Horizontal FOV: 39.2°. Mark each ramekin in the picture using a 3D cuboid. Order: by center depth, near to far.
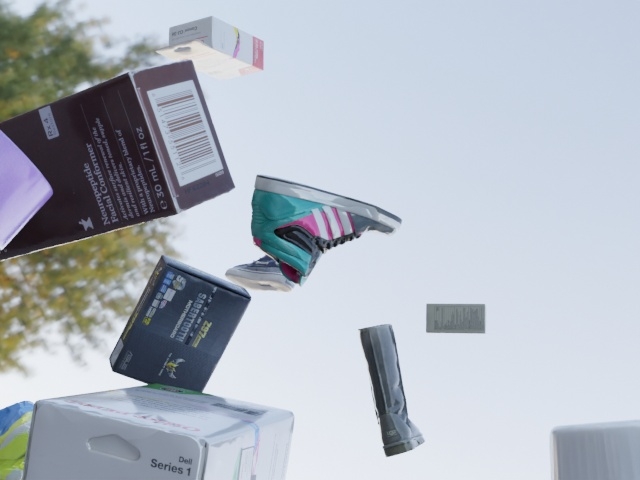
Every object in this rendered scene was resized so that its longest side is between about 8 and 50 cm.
[{"bbox_3d":[0.518,0.370,1.507,0.277,0.277,0.135,-21,-111,55],"label":"ramekin"}]

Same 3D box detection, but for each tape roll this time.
[{"bbox_3d":[-0.430,-0.111,0.986,0.274,0.090,0.275,36,-15,11],"label":"tape roll"}]

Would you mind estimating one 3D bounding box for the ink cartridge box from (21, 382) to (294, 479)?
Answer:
[{"bbox_3d":[-0.171,0.243,1.015,0.201,0.278,0.117,8,-93,17],"label":"ink cartridge box"}]

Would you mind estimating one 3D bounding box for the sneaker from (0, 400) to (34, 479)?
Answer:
[{"bbox_3d":[-0.530,0.355,1.451,0.091,0.240,0.126,46,5,-33],"label":"sneaker"}]

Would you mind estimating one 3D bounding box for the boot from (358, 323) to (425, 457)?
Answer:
[{"bbox_3d":[0.112,0.243,1.486,0.190,0.076,0.209,63,9,-79],"label":"boot"}]

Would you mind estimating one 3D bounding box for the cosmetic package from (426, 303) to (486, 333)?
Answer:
[{"bbox_3d":[0.263,0.152,1.739,0.115,0.041,0.060,1,-99,13],"label":"cosmetic package"}]

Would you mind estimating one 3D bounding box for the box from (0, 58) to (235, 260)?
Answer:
[{"bbox_3d":[-0.327,-0.105,1.252,0.381,0.143,0.191,-13,-80,34],"label":"box"}]

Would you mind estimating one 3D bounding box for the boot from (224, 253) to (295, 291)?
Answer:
[{"bbox_3d":[-0.118,0.060,1.943,0.189,0.086,0.069,5,-30,36],"label":"boot"}]

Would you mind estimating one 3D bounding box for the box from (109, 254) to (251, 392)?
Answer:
[{"bbox_3d":[-0.262,0.165,1.682,0.233,0.183,0.059,-61,-153,8],"label":"box"}]

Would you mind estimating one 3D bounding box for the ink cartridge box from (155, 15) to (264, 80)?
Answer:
[{"bbox_3d":[-0.213,-0.376,1.740,0.115,0.198,0.067,-6,-100,33],"label":"ink cartridge box"}]

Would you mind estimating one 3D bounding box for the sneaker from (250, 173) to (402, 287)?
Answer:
[{"bbox_3d":[0.000,0.000,1.615,0.123,0.295,0.179,23,-81,65],"label":"sneaker"}]
